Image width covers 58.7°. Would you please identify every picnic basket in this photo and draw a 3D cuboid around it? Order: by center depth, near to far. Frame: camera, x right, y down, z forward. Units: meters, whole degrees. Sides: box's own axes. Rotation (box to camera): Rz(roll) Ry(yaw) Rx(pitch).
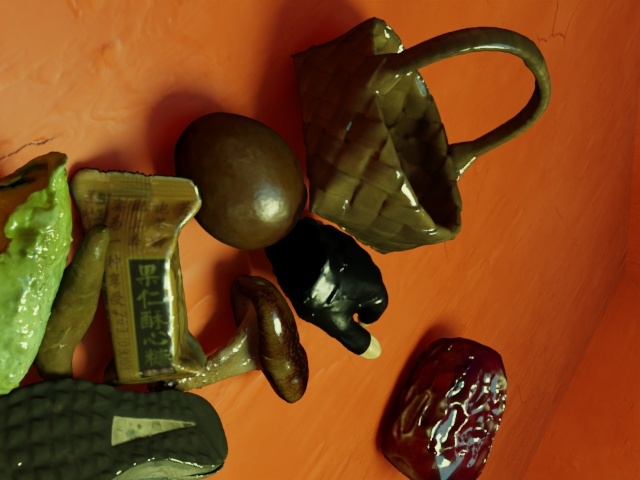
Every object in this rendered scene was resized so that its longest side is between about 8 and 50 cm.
[{"bbox_3d":[0.155,-0.167,0.781,0.293,0.337,0.337,27,84,-53],"label":"picnic basket"}]

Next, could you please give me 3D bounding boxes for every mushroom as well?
[{"bbox_3d":[-0.135,0.177,0.818,0.217,0.148,0.227,-28,118,-19],"label":"mushroom"}]

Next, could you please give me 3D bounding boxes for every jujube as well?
[{"bbox_3d":[0.293,0.415,1.347,0.258,0.258,0.377,33,73,-52],"label":"jujube"}]

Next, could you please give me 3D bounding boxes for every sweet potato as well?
[{"bbox_3d":[-0.266,0.066,0.606,0.059,0.069,0.249,11,125,-32],"label":"sweet potato"}]

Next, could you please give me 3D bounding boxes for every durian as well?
[{"bbox_3d":[-0.290,0.032,0.529,0.101,0.139,0.250,16,93,-59],"label":"durian"}]

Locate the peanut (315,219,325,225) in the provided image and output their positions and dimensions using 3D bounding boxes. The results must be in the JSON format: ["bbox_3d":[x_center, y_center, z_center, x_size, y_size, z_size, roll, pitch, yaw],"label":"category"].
[{"bbox_3d":[0.000,0.000,0.954,0.037,0.037,0.083,-42,134,-32],"label":"peanut"}]

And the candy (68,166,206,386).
[{"bbox_3d":[-0.202,0.046,0.665,0.143,0.101,0.271,-3,110,-5],"label":"candy"}]

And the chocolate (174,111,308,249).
[{"bbox_3d":[-0.106,-0.075,0.698,0.177,0.177,0.177,-24,123,-43],"label":"chocolate"}]

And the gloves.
[{"bbox_3d":[0.026,0.084,0.891,0.152,0.197,0.301,-23,150,-2],"label":"gloves"}]

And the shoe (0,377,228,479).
[{"bbox_3d":[-0.275,0.257,0.654,0.171,0.132,0.336,-40,148,21],"label":"shoe"}]
